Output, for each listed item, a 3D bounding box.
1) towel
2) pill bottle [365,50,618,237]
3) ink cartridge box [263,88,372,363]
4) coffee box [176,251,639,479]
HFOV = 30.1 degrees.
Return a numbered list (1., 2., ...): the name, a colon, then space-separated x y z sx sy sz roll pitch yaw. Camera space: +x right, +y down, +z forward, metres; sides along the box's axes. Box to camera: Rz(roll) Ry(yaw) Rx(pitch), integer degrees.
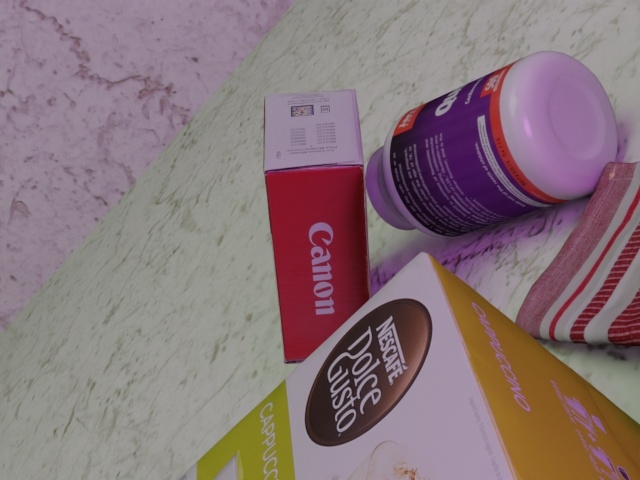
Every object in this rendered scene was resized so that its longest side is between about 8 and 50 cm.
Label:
1. towel: 0.329 0.003 1.225 0.237 0.037 0.329 -57 11 -11
2. pill bottle: 0.203 -0.109 1.513 0.323 0.181 0.181 -20 39 51
3. ink cartridge box: 0.000 0.000 1.572 0.130 0.309 0.272 -4 34 1
4. coffee box: 0.109 0.282 0.931 0.334 0.338 0.337 -44 25 17
